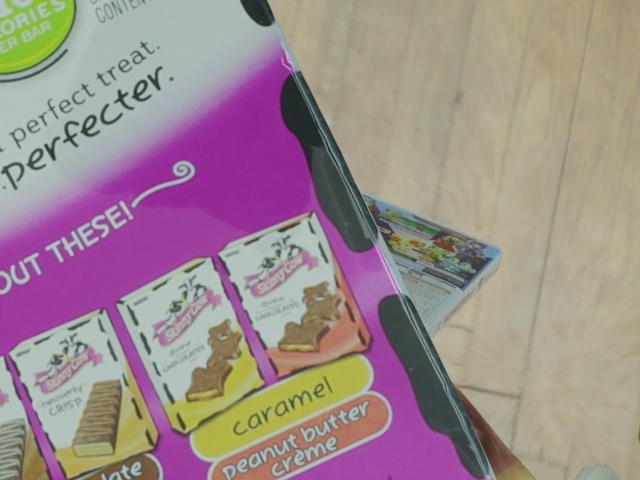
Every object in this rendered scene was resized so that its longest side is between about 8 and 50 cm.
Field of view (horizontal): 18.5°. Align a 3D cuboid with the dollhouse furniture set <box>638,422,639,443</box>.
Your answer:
[{"bbox_3d":[0.259,0.111,1.104,0.151,0.076,0.058,-13,64,-2],"label":"dollhouse furniture set"}]

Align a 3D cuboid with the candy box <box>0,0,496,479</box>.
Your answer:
[{"bbox_3d":[-0.081,-0.014,0.418,0.159,0.071,0.233,-25,78,0],"label":"candy box"}]

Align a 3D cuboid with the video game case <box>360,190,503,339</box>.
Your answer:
[{"bbox_3d":[0.000,0.000,1.249,0.201,0.183,0.023,22,111,14],"label":"video game case"}]

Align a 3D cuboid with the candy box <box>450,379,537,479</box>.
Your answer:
[{"bbox_3d":[-0.035,0.073,0.554,0.109,0.186,0.053,51,129,38],"label":"candy box"}]

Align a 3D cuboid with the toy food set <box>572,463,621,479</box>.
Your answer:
[{"bbox_3d":[0.199,0.127,0.646,0.306,0.220,0.092,-8,113,29],"label":"toy food set"}]
